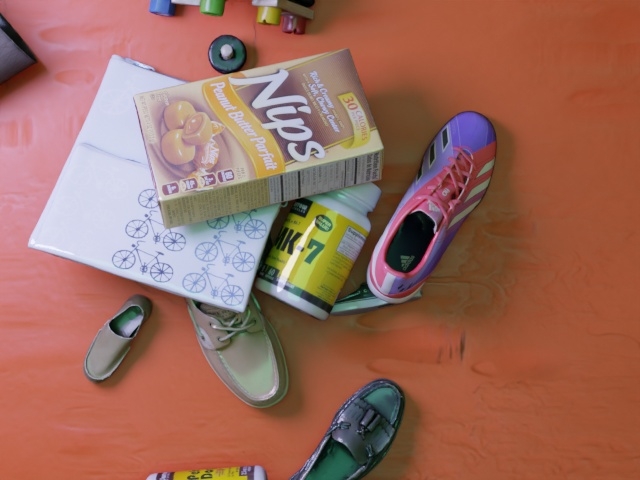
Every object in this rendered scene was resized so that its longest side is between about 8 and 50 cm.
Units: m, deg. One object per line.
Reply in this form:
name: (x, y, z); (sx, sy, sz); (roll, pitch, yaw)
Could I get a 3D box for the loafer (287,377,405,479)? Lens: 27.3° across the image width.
loafer: (0.032, 0.317, 1.904); (0.096, 0.084, 0.267); (39, 88, 2)

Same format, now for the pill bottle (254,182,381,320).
pill bottle: (0.000, 0.000, 1.902); (0.119, 0.119, 0.209); (26, 85, 1)

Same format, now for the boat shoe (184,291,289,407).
boat shoe: (-0.139, 0.106, 1.907); (0.109, 0.098, 0.302); (-25, 87, -2)

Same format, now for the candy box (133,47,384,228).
candy box: (-0.087, -0.144, 1.838); (0.316, 0.087, 0.183); (-14, 62, -7)

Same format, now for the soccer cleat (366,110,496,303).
soccer cleat: (0.170, -0.057, 1.895); (0.108, 0.116, 0.318); (30, 76, 4)

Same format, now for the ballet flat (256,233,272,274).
ballet flat: (-0.102, -0.035, 1.939); (0.057, 0.049, 0.173); (-14, 87, -2)

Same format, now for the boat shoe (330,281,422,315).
boat shoe: (0.078, 0.080, 1.938); (0.142, 0.049, 0.040); (-12, 77, -5)

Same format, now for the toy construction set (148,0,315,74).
toy construction set: (-0.108, -0.407, 1.864); (0.257, 0.237, 0.309); (33, 87, 1)

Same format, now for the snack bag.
snack bag: (-0.206, -0.090, 1.881); (0.323, 0.037, 0.343); (17, 66, 5)

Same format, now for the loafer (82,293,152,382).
loafer: (-0.302, 0.142, 1.929); (0.056, 0.050, 0.148); (31, 87, 1)

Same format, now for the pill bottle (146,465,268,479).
pill bottle: (-0.180, 0.388, 1.884); (0.214, 0.117, 0.117); (-4, 87, -1)

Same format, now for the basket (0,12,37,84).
basket: (-0.562, -0.261, 1.904); (0.227, 0.154, 0.204); (-40, 87, 2)
